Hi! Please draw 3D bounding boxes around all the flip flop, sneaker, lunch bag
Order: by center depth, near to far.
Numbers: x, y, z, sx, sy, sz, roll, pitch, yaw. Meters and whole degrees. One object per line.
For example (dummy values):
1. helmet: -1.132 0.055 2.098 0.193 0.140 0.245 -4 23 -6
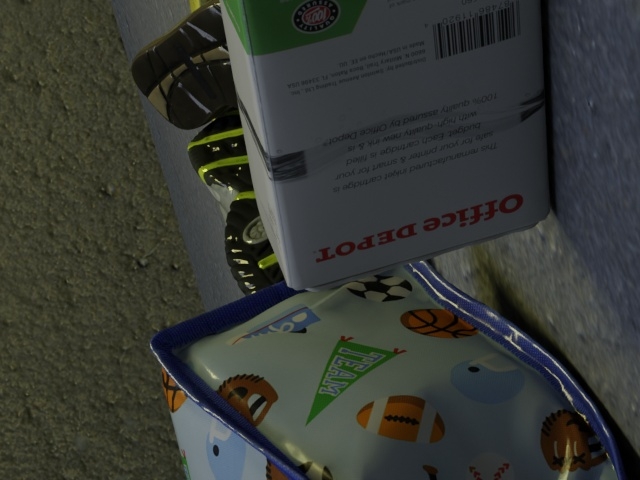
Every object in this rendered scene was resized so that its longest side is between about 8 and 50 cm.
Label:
1. lunch bag: 0.075 0.232 1.248 0.385 0.239 0.328 36 144 49
2. sneaker: 0.000 0.000 1.662 0.147 0.145 0.385 59 -176 -27
3. flip flop: -0.069 -0.160 1.719 0.112 0.080 0.277 57 151 -11

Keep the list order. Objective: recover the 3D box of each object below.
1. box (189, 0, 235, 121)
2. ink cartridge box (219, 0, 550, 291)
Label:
1. box: -0.072 -0.199 1.810 0.232 0.087 0.058 83 169 -53
2. ink cartridge box: 0.034 -0.095 1.084 0.093 0.160 0.219 -114 12 -46
